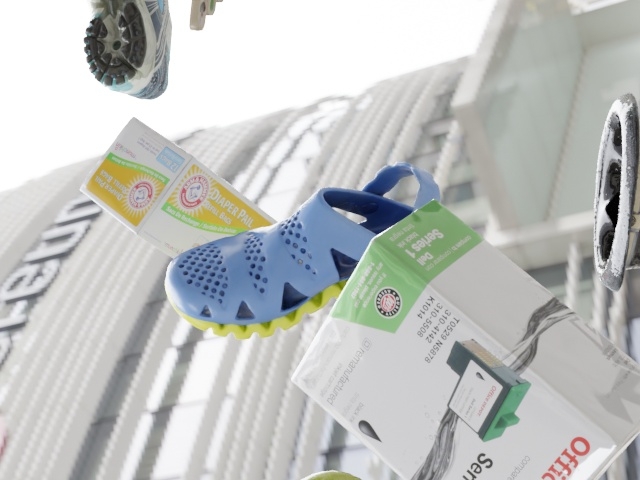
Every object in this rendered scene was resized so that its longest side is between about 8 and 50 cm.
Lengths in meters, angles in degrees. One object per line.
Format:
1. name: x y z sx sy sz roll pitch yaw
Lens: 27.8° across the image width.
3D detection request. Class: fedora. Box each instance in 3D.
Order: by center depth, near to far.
1. fedora: 0.553 -0.077 2.153 0.334 0.153 0.334 4 -90 -88

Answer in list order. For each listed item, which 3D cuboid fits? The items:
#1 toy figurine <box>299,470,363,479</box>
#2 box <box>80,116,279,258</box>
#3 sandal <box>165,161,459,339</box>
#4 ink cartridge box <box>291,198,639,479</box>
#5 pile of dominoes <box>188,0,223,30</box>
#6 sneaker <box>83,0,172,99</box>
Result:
1. toy figurine: 0.164 0.255 1.307 0.217 0.362 0.191 -65 -25 -8
2. box: -0.152 -0.035 1.450 0.103 0.114 0.203 -54 -37 -2
3. sandal: 0.000 0.000 1.274 0.138 0.317 0.126 87 163 -46
4. ink cartridge box: 0.111 0.105 0.932 0.219 0.160 0.092 40 -142 16
5. pile of dominoes: -0.060 -0.308 1.117 0.251 0.040 0.196 -67 -15 -57
6. sneaker: -0.243 -0.306 1.625 0.122 0.110 0.283 36 -131 -66
